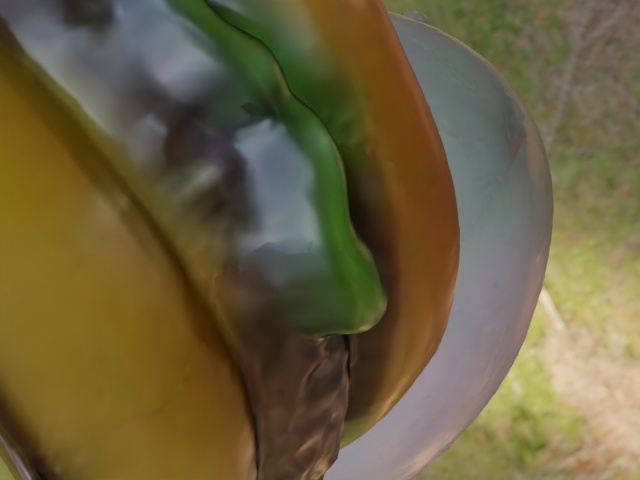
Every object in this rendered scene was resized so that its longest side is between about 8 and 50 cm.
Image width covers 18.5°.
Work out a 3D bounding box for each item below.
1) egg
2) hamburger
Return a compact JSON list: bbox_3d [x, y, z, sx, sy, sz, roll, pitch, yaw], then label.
[{"bbox_3d":[0.000,0.000,1.290,0.340,0.354,0.354,-24,91,37],"label":"egg"},{"bbox_3d":[-0.150,-0.020,0.787,0.395,0.277,0.396,27,141,24],"label":"hamburger"}]
